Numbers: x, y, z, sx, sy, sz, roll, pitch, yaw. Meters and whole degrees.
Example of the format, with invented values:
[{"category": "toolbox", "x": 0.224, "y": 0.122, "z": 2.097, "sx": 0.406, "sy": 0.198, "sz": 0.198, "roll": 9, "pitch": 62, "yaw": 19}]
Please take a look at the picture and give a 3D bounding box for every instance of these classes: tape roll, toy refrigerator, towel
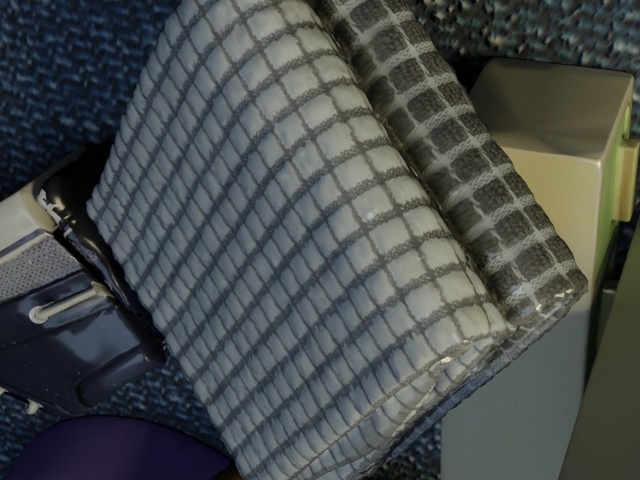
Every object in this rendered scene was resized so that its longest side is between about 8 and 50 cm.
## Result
[{"category": "tape roll", "x": -0.148, "y": 0.274, "z": 1.127, "sx": 0.275, "sy": 0.090, "sz": 0.274, "roll": 12, "pitch": 126, "yaw": 17}, {"category": "toy refrigerator", "x": 0.129, "y": 0.038, "z": 0.829, "sx": 0.094, "sy": 0.102, "sz": 0.269, "roll": 9, "pitch": 125, "yaw": 18}, {"category": "towel", "x": 0.000, "y": 0.000, "z": 0.760, "sx": 0.235, "sy": 0.121, "sz": 0.283, "roll": 58, "pitch": 150, "yaw": 13}]

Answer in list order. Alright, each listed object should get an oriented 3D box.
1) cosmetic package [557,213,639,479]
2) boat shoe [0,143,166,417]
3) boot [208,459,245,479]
[{"category": "cosmetic package", "x": 0.207, "y": 0.125, "z": 0.721, "sx": 0.113, "sy": 0.309, "sz": 0.160, "roll": -5, "pitch": 122, "yaw": 27}, {"category": "boat shoe", "x": -0.243, "y": 0.073, "z": 0.999, "sx": 0.340, "sy": 0.127, "sz": 0.158, "roll": -26, "pitch": 102, "yaw": 35}, {"category": "boot", "x": 0.039, "y": 0.256, "z": 0.951, "sx": 0.295, "sy": 0.211, "sz": 0.104, "roll": 31, "pitch": 130, "yaw": 1}]
